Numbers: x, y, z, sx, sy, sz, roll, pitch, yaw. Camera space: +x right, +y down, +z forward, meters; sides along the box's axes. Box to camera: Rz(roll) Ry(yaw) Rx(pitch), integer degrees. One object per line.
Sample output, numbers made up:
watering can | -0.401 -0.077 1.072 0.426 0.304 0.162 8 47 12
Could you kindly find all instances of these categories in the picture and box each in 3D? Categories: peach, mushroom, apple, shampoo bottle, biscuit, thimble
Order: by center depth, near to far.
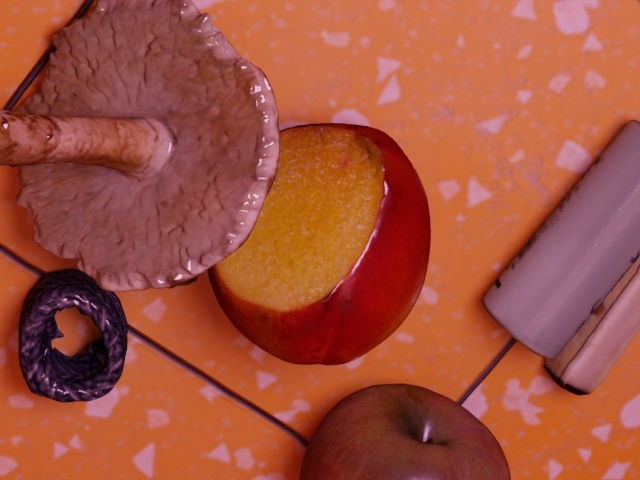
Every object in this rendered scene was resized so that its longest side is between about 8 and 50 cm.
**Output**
mushroom | -0.184 -0.050 1.243 0.302 0.233 0.208 -35 143 -42
peach | 0.000 0.000 1.344 0.190 0.190 0.192 -7 132 -8
thimble | -0.210 0.081 1.403 0.095 0.066 0.104 15 108 -14
shampoo bottle | 0.253 -0.020 1.440 0.085 0.085 0.262 34 102 -22
apple | 0.071 0.227 1.453 0.188 0.188 0.173 12 115 -15
biscuit | 0.274 0.055 1.491 0.052 0.056 0.188 28 104 -19

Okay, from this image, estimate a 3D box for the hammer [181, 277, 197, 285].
hammer | -0.119 -0.019 1.408 0.029 0.014 0.123 -5 111 -18
